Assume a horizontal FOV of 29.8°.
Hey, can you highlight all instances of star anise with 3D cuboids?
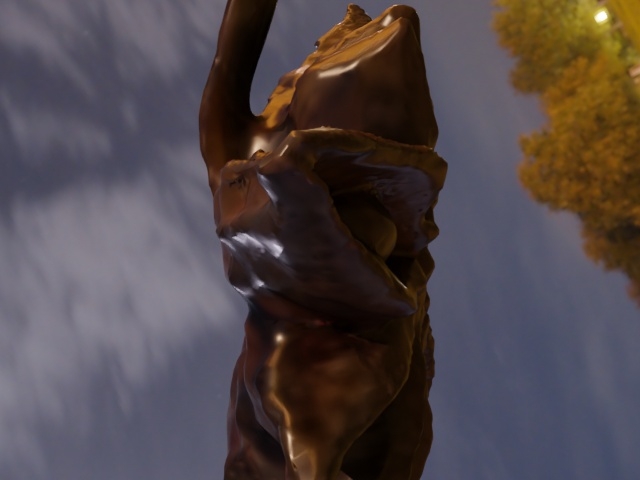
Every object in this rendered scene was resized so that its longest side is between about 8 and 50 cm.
[{"bbox_3d":[0.002,0.001,0.532,0.292,0.109,0.349,-95,3,-61],"label":"star anise"}]
